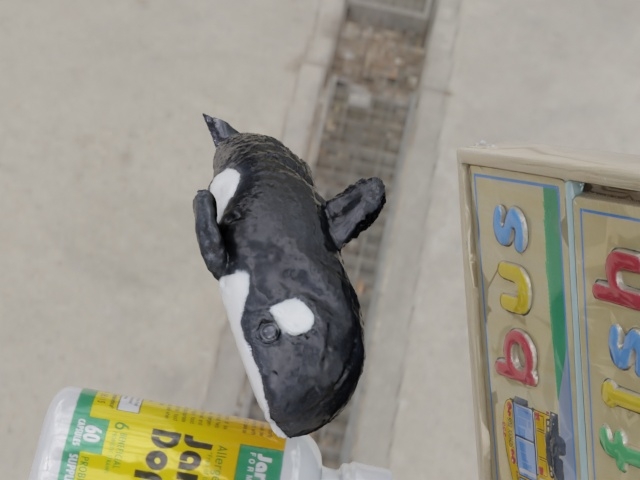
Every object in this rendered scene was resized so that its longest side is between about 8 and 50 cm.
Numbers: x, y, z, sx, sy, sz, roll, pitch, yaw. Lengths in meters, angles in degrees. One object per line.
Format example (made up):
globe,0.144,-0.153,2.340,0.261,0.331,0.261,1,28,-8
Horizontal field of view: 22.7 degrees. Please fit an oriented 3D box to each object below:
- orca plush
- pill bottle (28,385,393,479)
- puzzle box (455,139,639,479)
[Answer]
orca plush,0.000,0.000,0.959,0.102,0.151,0.287,-25,20,8
pill bottle,-0.067,0.162,0.958,0.208,0.117,0.117,11,39,-2
puzzle box,0.180,0.146,0.988,0.052,0.409,0.272,-9,10,-22
